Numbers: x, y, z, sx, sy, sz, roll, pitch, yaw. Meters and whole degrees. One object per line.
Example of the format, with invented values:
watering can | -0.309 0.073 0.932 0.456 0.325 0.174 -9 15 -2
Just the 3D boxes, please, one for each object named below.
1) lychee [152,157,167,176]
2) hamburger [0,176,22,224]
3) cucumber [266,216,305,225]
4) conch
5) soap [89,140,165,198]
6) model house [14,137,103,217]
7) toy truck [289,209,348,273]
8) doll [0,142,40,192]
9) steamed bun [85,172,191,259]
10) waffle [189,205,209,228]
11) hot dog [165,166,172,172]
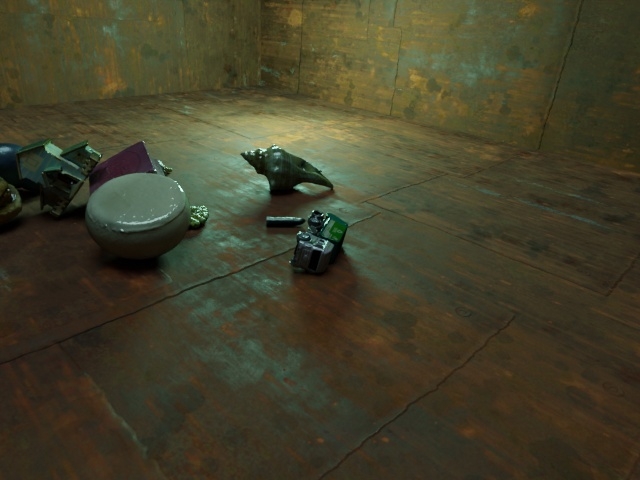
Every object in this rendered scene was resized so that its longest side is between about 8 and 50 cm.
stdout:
lychee | -0.655 -0.262 1.842 0.146 0.114 0.114 3 19 45
hamburger | -1.079 -0.115 1.460 0.259 0.145 0.283 -30 45 -32
cucumber | -0.116 -0.063 1.596 0.133 0.032 0.032 1 27 -7
conch | -0.140 -0.275 1.902 0.386 0.169 0.203 27 39 -32
soap | -0.646 -0.190 1.600 0.233 0.128 0.359 -34 35 -8
model house | -0.867 -0.234 1.532 0.206 0.271 0.178 36 9 -26
toy truck | 0.000 0.000 1.403 0.124 0.114 0.253 19 29 6
doll | -1.058 -0.252 1.663 0.258 0.228 0.154 22 39 -58
steamed bun | -0.513 -0.056 1.358 0.282 0.177 0.283 4 43 -4
waffle | -0.466 -0.082 1.586 0.183 0.036 0.169 -2 25 -12
hot dog | -0.669 -0.297 1.994 0.090 0.034 0.030 12 10 -27
